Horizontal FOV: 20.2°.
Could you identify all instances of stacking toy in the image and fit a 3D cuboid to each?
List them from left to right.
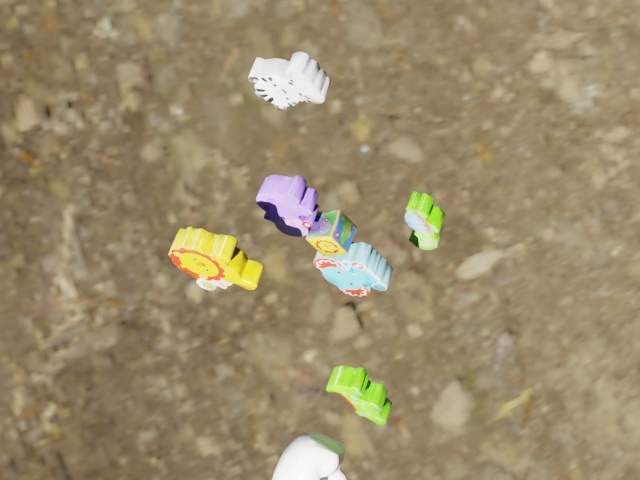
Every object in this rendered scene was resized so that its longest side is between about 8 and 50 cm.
[{"bbox_3d":[0.000,0.000,1.225,0.052,0.167,0.221,-5,142,39],"label":"stacking toy"}]

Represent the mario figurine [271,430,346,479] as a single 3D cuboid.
[{"bbox_3d":[0.001,0.257,1.203,0.170,0.320,0.198,20,123,33],"label":"mario figurine"}]
